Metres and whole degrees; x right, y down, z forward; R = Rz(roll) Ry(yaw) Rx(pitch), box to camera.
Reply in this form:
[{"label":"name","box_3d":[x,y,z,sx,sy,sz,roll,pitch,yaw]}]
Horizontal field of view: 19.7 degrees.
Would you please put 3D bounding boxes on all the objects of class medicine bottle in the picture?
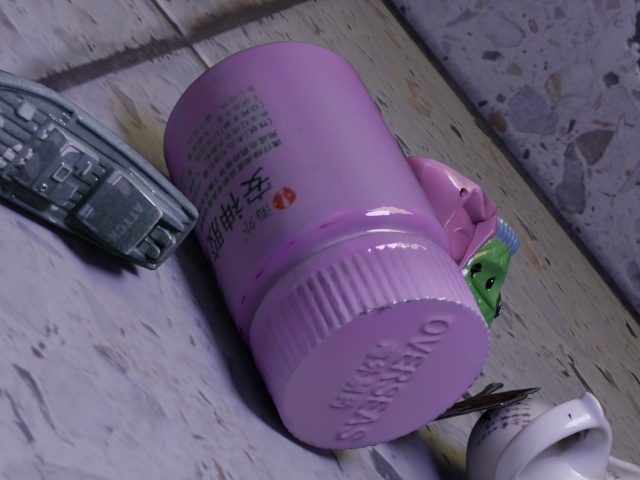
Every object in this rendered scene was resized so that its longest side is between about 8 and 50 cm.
[{"label":"medicine bottle","box_3d":[0.000,0.000,1.421,0.178,0.178,0.291,36,22,-48]}]

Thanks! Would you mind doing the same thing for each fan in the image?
[{"label":"fan","box_3d":[0.131,0.141,1.605,0.220,0.132,0.009,-8,87,-73]}]

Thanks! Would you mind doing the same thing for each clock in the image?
[{"label":"clock","box_3d":[0.087,0.049,1.579,0.100,0.195,0.194,16,-17,31]}]

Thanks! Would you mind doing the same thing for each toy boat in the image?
[{"label":"toy boat","box_3d":[-0.166,-0.046,1.207,0.085,0.078,0.260,44,4,37]}]

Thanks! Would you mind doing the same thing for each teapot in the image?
[{"label":"teapot","box_3d":[0.215,0.219,1.580,0.300,0.166,0.208,64,6,-62]}]

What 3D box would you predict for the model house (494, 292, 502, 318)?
[{"label":"model house","box_3d":[0.067,0.026,1.724,0.148,0.119,0.148,23,31,-49]}]
